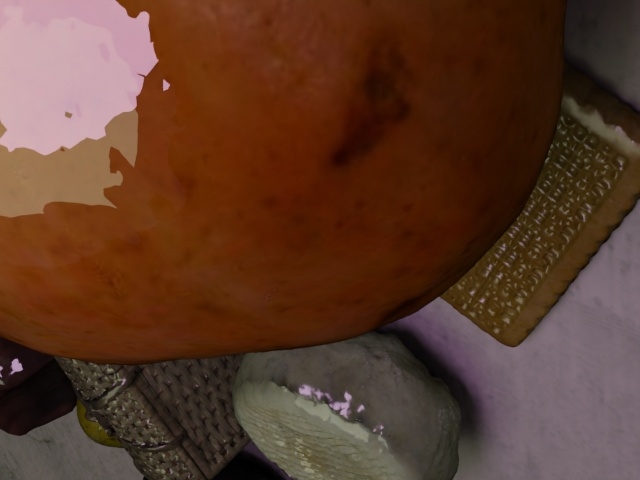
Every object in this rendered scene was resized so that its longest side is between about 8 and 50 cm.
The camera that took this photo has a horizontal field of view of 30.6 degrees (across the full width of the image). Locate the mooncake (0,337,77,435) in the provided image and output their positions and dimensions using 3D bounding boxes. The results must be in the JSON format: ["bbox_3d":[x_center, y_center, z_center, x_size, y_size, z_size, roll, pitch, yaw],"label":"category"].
[{"bbox_3d":[-0.382,0.083,1.325,0.326,0.174,0.334,2,129,55],"label":"mooncake"}]

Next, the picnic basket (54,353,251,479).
[{"bbox_3d":[-0.155,0.117,1.088,0.134,0.154,0.196,21,148,55],"label":"picnic basket"}]

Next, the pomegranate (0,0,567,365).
[{"bbox_3d":[-0.058,-0.130,0.557,0.410,0.410,0.410,31,146,24],"label":"pomegranate"}]

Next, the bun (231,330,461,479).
[{"bbox_3d":[0.029,0.134,0.948,0.195,0.118,0.195,28,150,18],"label":"bun"}]

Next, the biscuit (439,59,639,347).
[{"bbox_3d":[0.101,-0.035,0.752,0.172,0.029,0.254,39,149,11],"label":"biscuit"}]

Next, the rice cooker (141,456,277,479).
[{"bbox_3d":[-0.127,0.376,1.298,0.267,0.267,0.224,-2,129,52],"label":"rice cooker"}]

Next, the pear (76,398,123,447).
[{"bbox_3d":[-0.226,0.188,1.338,0.107,0.107,0.131,45,137,4],"label":"pear"}]
